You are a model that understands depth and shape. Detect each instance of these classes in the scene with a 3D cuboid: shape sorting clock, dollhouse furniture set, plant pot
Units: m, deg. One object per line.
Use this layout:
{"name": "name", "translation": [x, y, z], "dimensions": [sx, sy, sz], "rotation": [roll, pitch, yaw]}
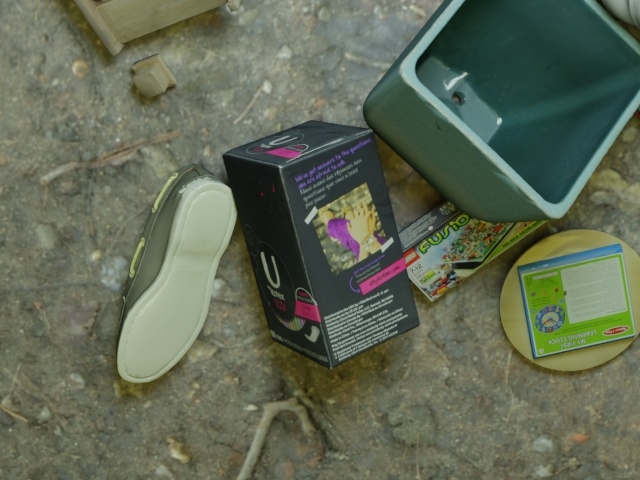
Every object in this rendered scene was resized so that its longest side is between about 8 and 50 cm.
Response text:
{"name": "shape sorting clock", "translation": [0.344, 0.081, 1.711], "dimensions": [0.206, 0.040, 0.206], "rotation": [-1, 106, -3]}
{"name": "dollhouse furniture set", "translation": [-0.161, -0.392, 1.539], "dimensions": [0.303, 0.174, 0.355], "rotation": [-13, 126, 27]}
{"name": "plant pot", "translation": [0.196, -0.169, 1.517], "dimensions": [0.247, 0.252, 0.248], "rotation": [42, 69, -10]}

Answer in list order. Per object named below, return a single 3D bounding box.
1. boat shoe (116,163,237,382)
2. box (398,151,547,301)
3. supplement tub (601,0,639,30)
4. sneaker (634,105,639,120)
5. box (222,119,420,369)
{"name": "boat shoe", "translation": [-0.201, 0.045, 1.685], "dimensions": [0.109, 0.091, 0.305], "rotation": [12, 110, -35]}
{"name": "box", "translation": [0.197, -0.016, 1.663], "dimensions": [0.207, 0.036, 0.114], "rotation": [-36, 132, 11]}
{"name": "supplement tub", "translation": [0.368, -0.363, 1.440], "dimensions": [0.191, 0.272, 0.191], "rotation": [-15, 137, -15]}
{"name": "sneaker", "translation": [0.486, -0.142, 1.599], "dimensions": [0.104, 0.125, 0.262], "rotation": [-43, 101, 11]}
{"name": "box", "translation": [0.000, 0.000, 1.604], "dimensions": [0.143, 0.165, 0.270], "rotation": [-23, 109, -25]}
